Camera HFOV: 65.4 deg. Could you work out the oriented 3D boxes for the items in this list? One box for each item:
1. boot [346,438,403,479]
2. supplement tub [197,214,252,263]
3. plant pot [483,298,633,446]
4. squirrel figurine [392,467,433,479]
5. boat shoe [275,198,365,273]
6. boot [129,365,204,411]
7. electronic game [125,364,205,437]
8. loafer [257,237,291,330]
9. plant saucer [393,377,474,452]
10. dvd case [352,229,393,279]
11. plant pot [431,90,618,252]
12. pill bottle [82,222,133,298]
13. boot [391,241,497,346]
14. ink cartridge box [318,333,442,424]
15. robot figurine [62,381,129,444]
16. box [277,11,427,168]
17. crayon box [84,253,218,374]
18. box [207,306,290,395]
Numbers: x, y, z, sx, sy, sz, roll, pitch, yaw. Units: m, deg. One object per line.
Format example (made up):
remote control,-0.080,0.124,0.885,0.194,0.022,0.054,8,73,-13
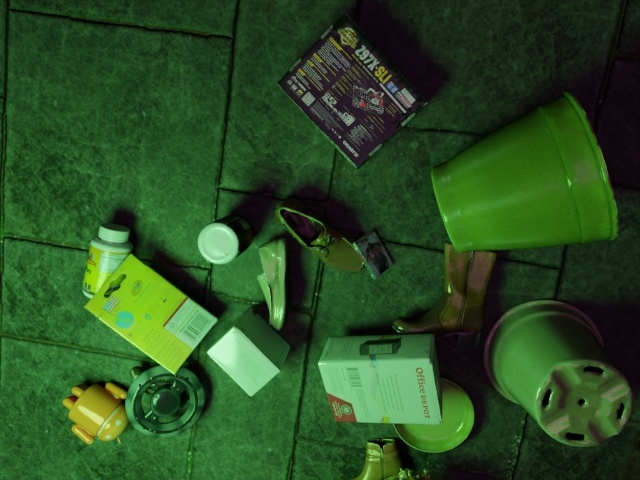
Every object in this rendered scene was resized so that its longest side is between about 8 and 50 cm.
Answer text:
boot,0.154,0.690,1.530,0.197,0.073,0.152,-10,96,1
supplement tub,-0.257,-0.007,1.385,0.117,0.190,0.116,1,99,5
plant pot,0.628,0.357,1.299,0.334,0.305,0.333,1,100,5
squirrel figurine,0.222,0.843,1.409,0.371,0.281,0.396,9,124,-22
boat shoe,0.000,0.000,1.403,0.307,0.104,0.110,33,100,-2
boot,-0.475,0.423,1.550,0.198,0.077,0.137,42,97,-16
electronic game,-0.466,0.483,1.503,0.230,0.048,0.229,-2,96,-15
loafer,-0.136,0.125,1.448,0.092,0.102,0.268,1,91,7
plant saucer,0.334,0.516,1.494,0.241,0.037,0.240,1,100,6
dvd case,0.149,0.039,1.414,0.013,0.087,0.119,-24,98,54
plant pot,0.477,-0.128,1.235,0.353,0.366,0.366,-17,98,21
pill bottle,-0.625,0.063,1.473,0.117,0.117,0.214,16,101,3
boot,0.346,0.146,1.401,0.264,0.096,0.280,7,98,8
ink cartridge box,0.173,0.386,1.389,0.307,0.131,0.226,-6,114,18
robot figurine,-0.687,0.535,1.557,0.219,0.158,0.128,35,130,-1
box,0.083,-0.394,1.342,0.257,0.079,0.322,-44,93,9
crayon box,-0.486,0.212,1.457,0.319,0.081,0.202,40,76,-6
box,-0.201,0.315,1.440,0.119,0.181,0.182,-44,93,12
